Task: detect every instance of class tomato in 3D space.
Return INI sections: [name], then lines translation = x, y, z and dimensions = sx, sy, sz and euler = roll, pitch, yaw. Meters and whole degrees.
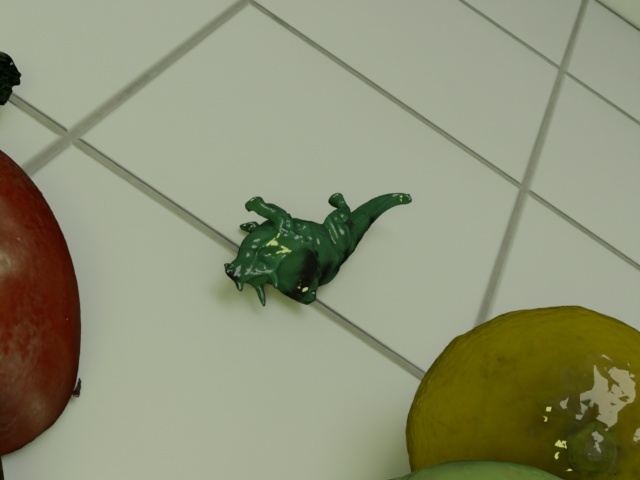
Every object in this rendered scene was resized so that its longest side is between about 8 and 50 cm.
[tomato]
translation = -0.322, 0.010, 0.739
dimensions = 0.339, 0.143, 0.338
euler = 20, 37, -16

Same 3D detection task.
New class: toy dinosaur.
[toy dinosaur]
translation = -0.013, -0.012, 1.064
dimensions = 0.120, 0.079, 0.292
euler = 44, 39, 3

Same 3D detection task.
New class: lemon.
[lemon]
translation = 0.197, 0.179, 0.855
dimensions = 0.245, 0.320, 0.245
euler = 0, 79, -2

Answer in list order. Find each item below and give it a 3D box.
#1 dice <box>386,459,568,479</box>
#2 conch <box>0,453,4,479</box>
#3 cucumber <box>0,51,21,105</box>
[dice]
translation = 0.114, 0.318, 0.643
dimensions = 0.250, 0.252, 0.254
euler = 31, 34, -6
[conch]
translation = -0.271, 0.187, 0.587
dimensions = 0.187, 0.124, 0.181
euler = 45, 42, -3
[cucumber]
translation = -0.374, -0.147, 0.872
dimensions = 0.077, 0.077, 0.265
euler = 41, 15, 8
